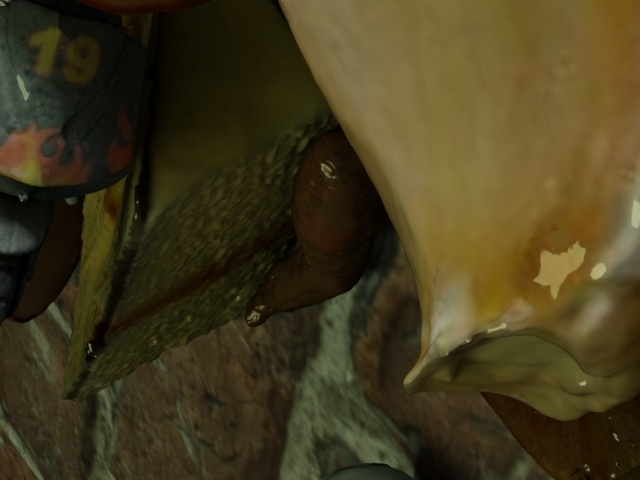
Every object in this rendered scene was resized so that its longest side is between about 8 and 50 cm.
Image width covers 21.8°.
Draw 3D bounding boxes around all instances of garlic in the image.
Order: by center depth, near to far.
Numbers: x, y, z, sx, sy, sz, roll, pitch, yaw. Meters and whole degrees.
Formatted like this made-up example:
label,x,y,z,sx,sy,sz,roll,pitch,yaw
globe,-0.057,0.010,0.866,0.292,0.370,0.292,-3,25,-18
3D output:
label,x,y,z,sx,sy,sz,roll,pitch,yaw
garlic,0.050,-0.071,0.501,0.245,0.164,0.145,58,173,23

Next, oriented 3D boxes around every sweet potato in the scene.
label,x,y,z,sx,sy,sz,roll,pitch,yaw
sweet potato,0.000,0.000,0.815,0.050,0.050,0.214,56,159,14

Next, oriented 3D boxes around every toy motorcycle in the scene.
label,x,y,z,sx,sy,sz,roll,pitch,yaw
toy motorcycle,-0.135,-0.107,0.763,0.173,0.108,0.307,-40,45,55

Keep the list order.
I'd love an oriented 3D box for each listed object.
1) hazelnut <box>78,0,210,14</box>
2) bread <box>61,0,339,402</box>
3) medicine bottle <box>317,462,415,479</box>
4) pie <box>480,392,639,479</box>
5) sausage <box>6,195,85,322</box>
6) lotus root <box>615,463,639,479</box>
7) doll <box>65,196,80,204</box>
label,x,y,z,sx,sy,sz,roll,pitch,yaw
hazelnut,-0.067,-0.184,0.629,0.182,0.182,0.182,45,151,34
bread,-0.104,-0.051,0.856,0.178,0.135,0.240,55,153,13
medicine bottle,0.047,0.209,0.838,0.168,0.135,0.135,39,148,39
pie,0.099,0.025,0.643,0.195,0.046,0.195,46,153,32
sausage,-0.264,-0.049,1.200,0.253,0.123,0.123,35,145,42
lotus root,0.164,0.127,0.513,0.303,0.131,0.146,-18,103,57
doll,-0.182,-0.113,1.040,0.096,0.070,0.195,-94,-11,-71
